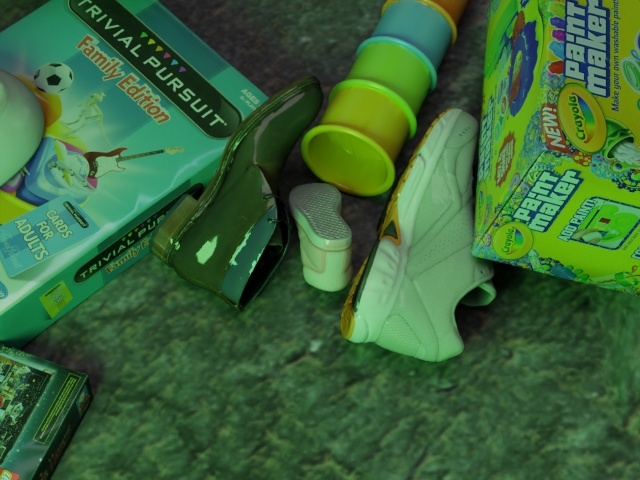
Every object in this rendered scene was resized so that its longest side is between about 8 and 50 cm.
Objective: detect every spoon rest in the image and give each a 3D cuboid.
[{"bbox_3d":[-0.342,-0.062,1.493,0.137,0.084,0.276,21,46,5],"label":"spoon rest"}]

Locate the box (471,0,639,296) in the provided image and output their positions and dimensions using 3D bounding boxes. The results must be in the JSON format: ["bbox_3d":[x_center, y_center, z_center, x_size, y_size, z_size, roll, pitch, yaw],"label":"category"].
[{"bbox_3d":[0.298,-0.115,1.525,0.279,0.177,0.290,13,56,-10],"label":"box"}]

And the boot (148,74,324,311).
[{"bbox_3d":[-0.047,-0.040,1.542,0.106,0.082,0.219,42,95,21],"label":"boot"}]

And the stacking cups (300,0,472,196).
[{"bbox_3d":[0.078,-0.191,1.662,0.096,0.096,0.316,17,57,10],"label":"stacking cups"}]

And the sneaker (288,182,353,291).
[{"bbox_3d":[0.000,0.000,1.565,0.051,0.070,0.134,-5,28,-9],"label":"sneaker"}]

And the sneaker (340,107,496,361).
[{"bbox_3d":[0.112,0.001,1.547,0.121,0.099,0.262,25,61,-3],"label":"sneaker"}]

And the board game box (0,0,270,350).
[{"bbox_3d":[-0.242,-0.086,1.594,0.336,0.079,0.254,-38,65,-22],"label":"board game box"}]

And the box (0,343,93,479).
[{"bbox_3d":[-0.315,0.191,1.435,0.159,0.044,0.233,19,59,12],"label":"box"}]
